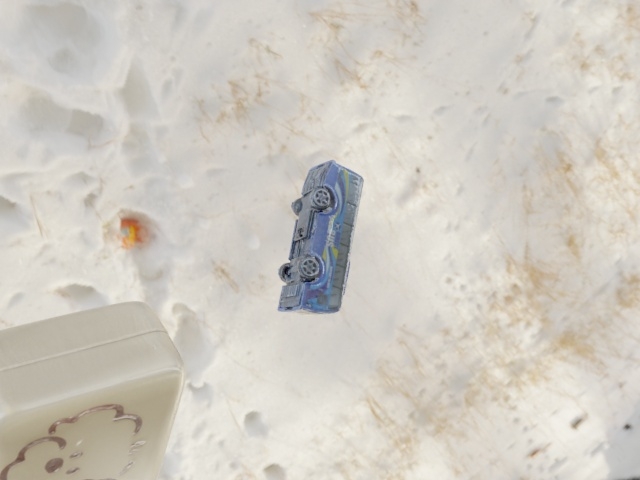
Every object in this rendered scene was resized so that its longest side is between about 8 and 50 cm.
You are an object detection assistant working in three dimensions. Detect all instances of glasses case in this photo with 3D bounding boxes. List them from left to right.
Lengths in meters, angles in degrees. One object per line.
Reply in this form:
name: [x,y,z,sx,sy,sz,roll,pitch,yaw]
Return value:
glasses case: [-0.210,0.196,0.579,0.144,0.076,0.336,-13,140,-36]

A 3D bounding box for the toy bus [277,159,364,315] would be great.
toy bus: [0.003,0.000,1.078,0.094,0.079,0.236,18,73,-24]
